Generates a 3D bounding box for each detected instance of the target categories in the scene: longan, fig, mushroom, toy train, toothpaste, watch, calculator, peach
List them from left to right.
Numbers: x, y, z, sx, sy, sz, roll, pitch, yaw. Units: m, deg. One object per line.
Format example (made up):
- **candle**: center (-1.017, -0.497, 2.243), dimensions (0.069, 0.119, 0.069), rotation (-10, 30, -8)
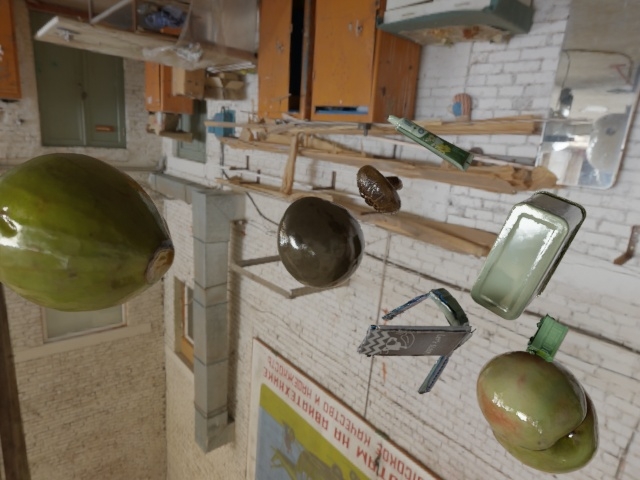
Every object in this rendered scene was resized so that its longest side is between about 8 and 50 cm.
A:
- **fig**: center (-0.351, -0.008, 0.632), dimensions (0.270, 0.240, 0.239), rotation (10, -165, 11)
- **longan**: center (0.000, 0.000, 1.081), dimensions (0.247, 0.249, 0.248), rotation (4, -166, -1)
- **mushroom**: center (0.129, -0.111, 0.916), dimensions (0.126, 0.085, 0.109), rotation (52, -148, 17)
- **calculator**: center (0.239, 0.254, 1.048), dimensions (0.273, 0.166, 0.028), rotation (4, -129, -11)
- **toothpaste**: center (0.236, -0.217, 0.898), dimensions (0.204, 0.049, 0.031), rotation (32, 162, 6)
- **watch**: center (0.340, 0.305, 1.269), dimensions (0.068, 0.274, 0.277), rotation (-8, -116, -45)
- **peach**: center (0.516, 0.404, 1.008), dimensions (0.292, 0.248, 0.292), rotation (38, -179, 0)
- **toy train**: center (0.465, 0.200, 0.849), dimensions (0.056, 0.093, 0.038), rotation (30, 160, 26)

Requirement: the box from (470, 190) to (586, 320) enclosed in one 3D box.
- **box**: center (0.644, 0.039, 1.289), dimensions (0.177, 0.352, 0.343), rotation (32, -153, 29)
